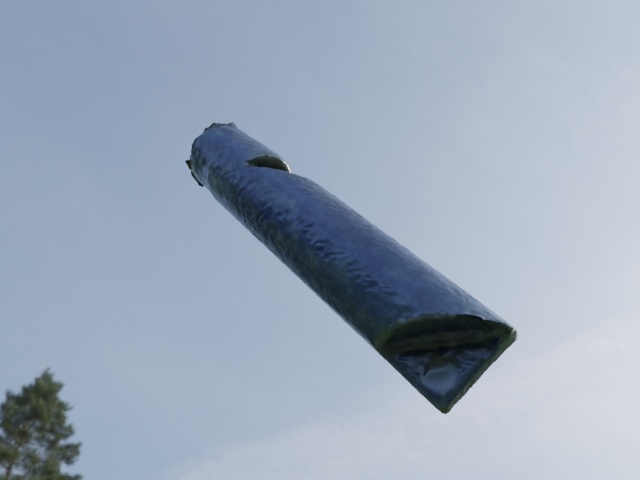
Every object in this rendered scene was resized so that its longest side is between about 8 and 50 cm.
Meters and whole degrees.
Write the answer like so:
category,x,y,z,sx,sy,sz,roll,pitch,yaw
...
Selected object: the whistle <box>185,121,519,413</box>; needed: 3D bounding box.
category,x,y,z,sx,sy,sz,roll,pitch,yaw
whistle,0.000,0.000,0.462,0.062,0.304,0.062,-19,-53,-28
